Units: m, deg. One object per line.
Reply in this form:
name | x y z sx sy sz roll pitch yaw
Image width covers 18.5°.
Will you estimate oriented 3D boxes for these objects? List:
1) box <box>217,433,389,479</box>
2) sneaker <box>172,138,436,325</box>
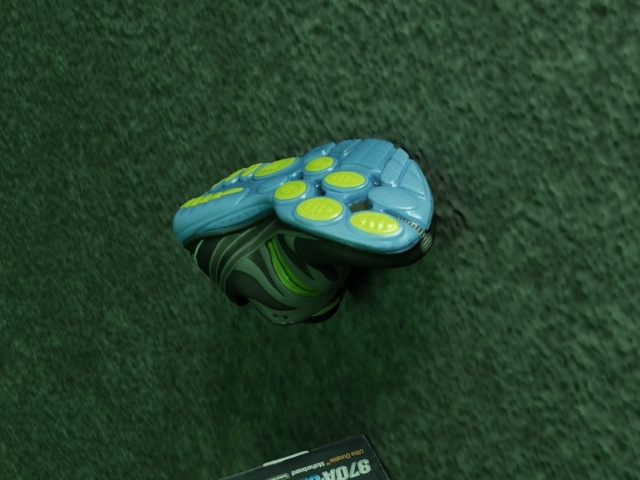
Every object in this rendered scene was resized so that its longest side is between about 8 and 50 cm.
box | -0.077 0.190 1.026 0.051 0.175 0.220 62 146 21
sneaker | 0.000 0.000 0.946 0.188 0.067 0.078 -7 118 57
